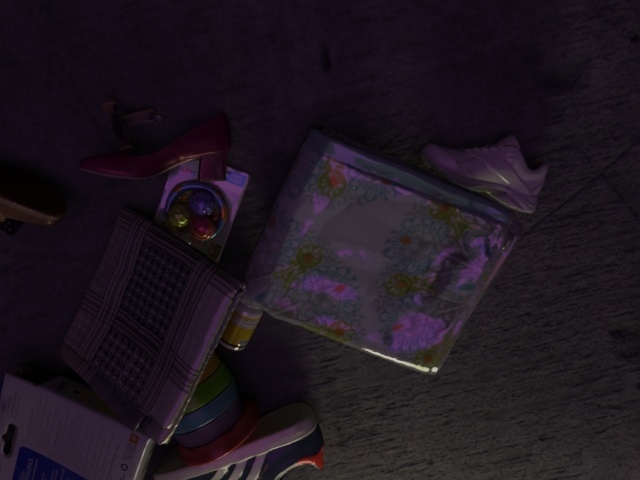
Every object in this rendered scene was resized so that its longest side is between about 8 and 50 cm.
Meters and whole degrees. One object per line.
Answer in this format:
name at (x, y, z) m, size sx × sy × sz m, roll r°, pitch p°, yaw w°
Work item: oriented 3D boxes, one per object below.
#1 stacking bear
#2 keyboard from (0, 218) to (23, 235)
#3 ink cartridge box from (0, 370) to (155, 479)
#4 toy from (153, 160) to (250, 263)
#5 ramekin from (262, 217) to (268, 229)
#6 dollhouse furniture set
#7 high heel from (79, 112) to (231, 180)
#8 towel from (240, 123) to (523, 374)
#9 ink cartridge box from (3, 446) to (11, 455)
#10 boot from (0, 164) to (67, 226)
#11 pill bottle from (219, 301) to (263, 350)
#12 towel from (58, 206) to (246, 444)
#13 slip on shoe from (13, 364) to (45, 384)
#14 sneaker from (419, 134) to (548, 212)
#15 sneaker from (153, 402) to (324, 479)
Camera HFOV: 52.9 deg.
stacking bear at (-0.252, 0.255, 1.203) m, size 0.175 × 0.164 × 0.289 m, roll -28°, pitch 100°, yaw -7°
keyboard at (-0.599, -0.097, 1.143) m, size 0.180 × 0.023 × 0.108 m, roll 40°, pitch 106°, yaw -14°
ink cartridge box at (-0.493, 0.422, 1.259) m, size 0.307 × 0.072 × 0.303 m, roll 24°, pitch 111°, yaw 7°
toy at (-0.230, -0.028, 1.148) m, size 0.137 × 0.056 × 0.237 m, roll 20°, pitch 109°, yaw -8°
ramekin at (0.000, 0.000, 1.129) m, size 0.207 × 0.109 × 0.207 m, roll 0°, pitch 110°, yaw 0°
dollhouse furniture set at (-0.323, -0.184, 1.116) m, size 0.081 × 0.091 × 0.114 m, roll -22°, pitch 142°, yaw -33°
high heel at (-0.269, -0.158, 1.063) m, size 0.244 × 0.082 × 0.117 m, roll 0°, pitch 97°, yaw -14°
towel at (0.092, 0.027, 1.034) m, size 0.375 × 0.090 × 0.320 m, roll 23°, pitch 108°, yaw -8°
ink cartridge box at (-0.657, 0.542, 1.368) m, size 0.097 × 0.046 × 0.207 m, roll -17°, pitch 110°, yaw 7°
boot at (-0.582, -0.029, 1.111) m, size 0.262 × 0.095 × 0.203 m, roll 18°, pitch 119°, yaw -10°
pill bottle at (-0.146, 0.143, 1.206) m, size 0.065 × 0.065 × 0.116 m, roll 25°, pitch 108°, yaw -9°
towel at (-0.308, 0.141, 1.103) m, size 0.312 × 0.056 × 0.324 m, roll 30°, pitch 99°, yaw 27°
slip on shoe at (-0.575, 0.314, 1.284) m, size 0.052 × 0.041 × 0.135 m, roll -11°, pitch 110°, yaw 5°
sneaker at (0.282, -0.135, 1.098) m, size 0.232 × 0.090 × 0.115 m, roll 19°, pitch 103°, yaw -16°
sneaker at (-0.156, 0.454, 1.286) m, size 0.350 × 0.131 × 0.148 m, roll -19°, pitch 105°, yaw 7°
